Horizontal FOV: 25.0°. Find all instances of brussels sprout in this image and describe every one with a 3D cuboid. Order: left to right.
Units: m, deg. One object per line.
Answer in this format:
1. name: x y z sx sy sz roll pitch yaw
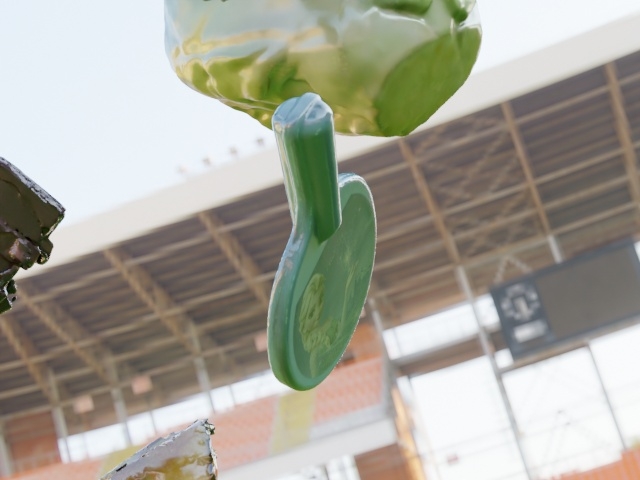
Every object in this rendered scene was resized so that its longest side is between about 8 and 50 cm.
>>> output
1. brussels sprout: 0.007 -0.232 1.422 0.344 0.344 0.268 -22 -33 15

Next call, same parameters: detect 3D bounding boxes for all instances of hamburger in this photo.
1. hamburger: -0.104 0.192 0.836 0.102 0.176 0.087 -6 -22 0

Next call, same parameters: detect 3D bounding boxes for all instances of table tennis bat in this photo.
1. table tennis bat: 0.000 0.000 0.958 0.038 0.149 0.237 17 -40 22

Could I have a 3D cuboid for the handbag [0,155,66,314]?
1. handbag: -0.346 -0.008 1.208 0.203 0.216 0.074 -51 7 -1
